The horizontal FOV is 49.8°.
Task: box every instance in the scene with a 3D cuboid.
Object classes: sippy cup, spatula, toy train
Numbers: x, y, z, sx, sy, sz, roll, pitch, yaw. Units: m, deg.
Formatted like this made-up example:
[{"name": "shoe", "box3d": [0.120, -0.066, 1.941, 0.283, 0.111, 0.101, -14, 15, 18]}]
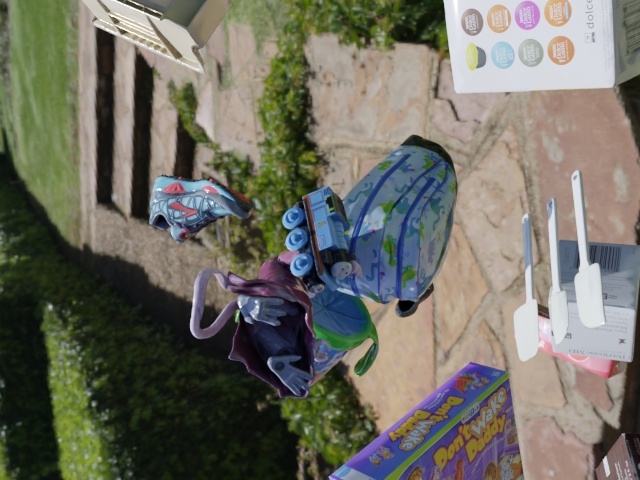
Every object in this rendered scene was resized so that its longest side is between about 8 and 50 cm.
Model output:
[{"name": "sippy cup", "box3d": [-0.035, 0.219, 1.594, 0.305, 0.240, 0.224, 43, 118, 17]}, {"name": "spatula", "box3d": [0.322, 0.033, 0.957, 0.168, 0.019, 0.242, 126, 155, -55]}, {"name": "toy train", "box3d": [0.000, 0.000, 1.171, 0.080, 0.105, 0.184, 46, -154, -51]}]

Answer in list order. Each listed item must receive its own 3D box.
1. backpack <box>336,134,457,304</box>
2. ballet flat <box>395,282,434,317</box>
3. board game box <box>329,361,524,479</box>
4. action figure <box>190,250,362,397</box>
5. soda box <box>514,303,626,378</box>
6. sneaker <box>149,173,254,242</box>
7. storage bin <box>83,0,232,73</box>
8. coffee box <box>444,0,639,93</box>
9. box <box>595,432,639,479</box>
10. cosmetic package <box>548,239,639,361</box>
[{"name": "backpack", "box3d": [0.152, -0.021, 1.403, 0.273, 0.355, 0.290, 27, 125, 34]}, {"name": "ballet flat", "box3d": [0.201, 0.129, 1.552, 0.173, 0.049, 0.057, 120, 138, -58]}, {"name": "board game box", "box3d": [0.184, 0.381, 1.087, 0.078, 0.347, 0.233, 7, 117, 48]}, {"name": "action figure", "box3d": [-0.082, 0.120, 1.238, 0.370, 0.275, 0.248, -92, 17, -69]}, {"name": "soda box", "box3d": [0.614, 0.241, 1.698, 0.263, 0.083, 0.092, 21, 111, 45]}, {"name": "sneaker", "box3d": [-0.236, -0.050, 1.347, 0.261, 0.104, 0.125, 9, 77, 40]}, {"name": "storage bin", "box3d": [-0.202, -0.415, 1.009, 0.260, 0.262, 0.123, 28, 170, 23]}, {"name": "coffee box", "box3d": [0.462, -0.484, 1.309, 0.334, 0.338, 0.338, 10, 119, 46]}, {"name": "box", "box3d": [0.723, 0.535, 1.488, 0.203, 0.167, 0.168, 89, -179, -50]}, {"name": "cosmetic package", "box3d": [0.527, 0.116, 1.323, 0.151, 0.151, 0.184, 4, 142, 26]}]
